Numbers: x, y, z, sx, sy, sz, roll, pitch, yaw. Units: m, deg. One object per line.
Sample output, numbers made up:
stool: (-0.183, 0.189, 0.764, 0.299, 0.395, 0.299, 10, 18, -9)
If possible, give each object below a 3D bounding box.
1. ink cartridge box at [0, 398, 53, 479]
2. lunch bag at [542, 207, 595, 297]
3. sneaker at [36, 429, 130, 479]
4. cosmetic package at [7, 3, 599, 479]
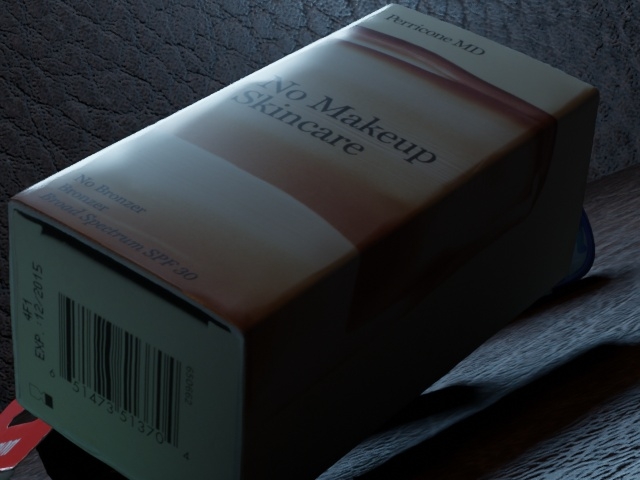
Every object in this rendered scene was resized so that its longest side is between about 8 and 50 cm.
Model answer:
ink cartridge box: (-0.233, 0.142, 0.876, 0.224, 0.056, 0.181, -51, 14, -26)
lunch bag: (0.078, -0.016, 1.187, 0.219, 0.176, 0.090, -21, 1, 0)
sneaker: (-0.049, 0.086, 0.935, 0.276, 0.097, 0.135, -18, 9, 16)
cosmetic package: (0.000, 0.000, 0.813, 0.153, 0.129, 0.296, 26, 39, 28)
